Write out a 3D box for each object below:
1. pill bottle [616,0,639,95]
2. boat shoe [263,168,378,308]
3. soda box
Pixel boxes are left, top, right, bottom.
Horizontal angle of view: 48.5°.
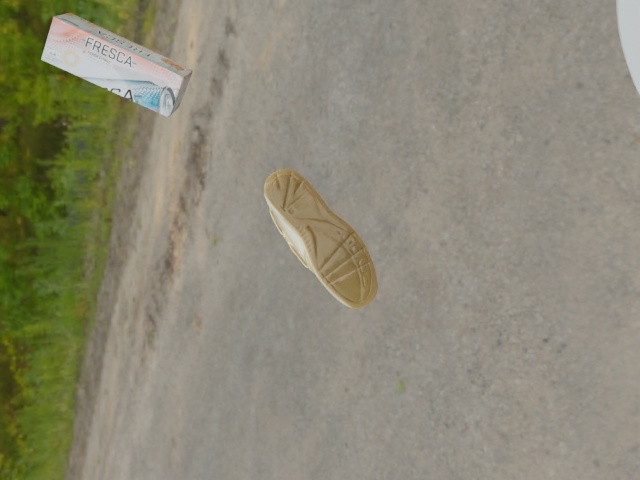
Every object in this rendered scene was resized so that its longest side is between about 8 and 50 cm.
[{"bbox_3d":[0.301,-0.148,0.231,0.210,0.362,0.210,54,178,2],"label":"pill bottle"},{"bbox_3d":[0.000,0.000,0.762,0.170,0.063,0.059,56,167,6],"label":"boat shoe"},{"bbox_3d":[-0.269,-0.234,0.945,0.058,0.183,0.063,-82,17,-67],"label":"soda box"}]
